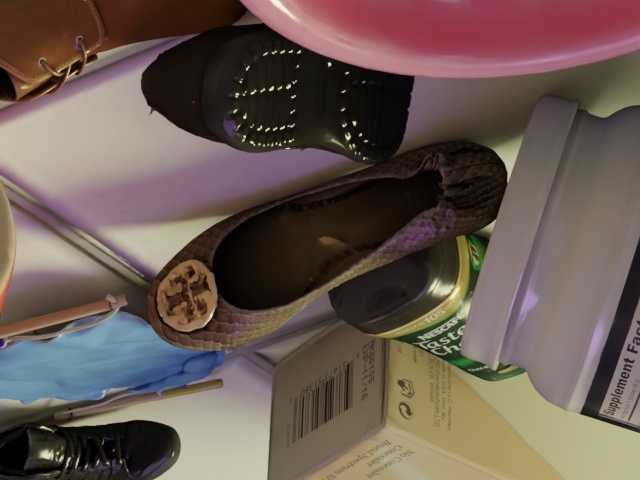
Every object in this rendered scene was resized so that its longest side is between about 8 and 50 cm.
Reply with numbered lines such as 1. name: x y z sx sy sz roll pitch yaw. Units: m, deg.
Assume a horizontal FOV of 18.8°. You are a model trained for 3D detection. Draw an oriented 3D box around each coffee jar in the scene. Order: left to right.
1. coffee jar: 0.089 0.036 1.324 0.096 0.079 0.184 -28 147 31

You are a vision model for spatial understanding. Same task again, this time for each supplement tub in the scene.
1. supplement tub: 0.237 0.031 1.154 0.272 0.191 0.191 18 153 7

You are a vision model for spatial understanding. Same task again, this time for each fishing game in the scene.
1. fishing game: -0.155 0.077 1.368 0.189 0.041 0.264 -14 161 11

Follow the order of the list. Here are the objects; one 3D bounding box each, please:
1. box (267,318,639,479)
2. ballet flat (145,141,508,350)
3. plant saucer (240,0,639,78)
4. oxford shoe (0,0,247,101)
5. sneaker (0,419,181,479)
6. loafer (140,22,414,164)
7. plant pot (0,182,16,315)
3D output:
1. box: 0.124 0.170 1.473 0.311 0.121 0.148 25 137 -28
2. ballet flat: 0.000 0.000 1.217 0.250 0.084 0.058 -21 165 10
3. plant saucer: 0.106 -0.196 0.883 0.332 0.084 0.332 -7 152 -4
4. oxford shoe: -0.133 -0.105 0.987 0.212 0.076 0.076 -9 151 -8
5. sneaker: -0.200 0.165 1.484 0.170 0.051 0.089 -8 168 18
6. loafer: -0.018 -0.088 1.035 0.078 0.080 0.220 13 -174 28
7. plant pot: -0.300 0.048 1.056 0.275 0.275 0.243 8 137 -31
